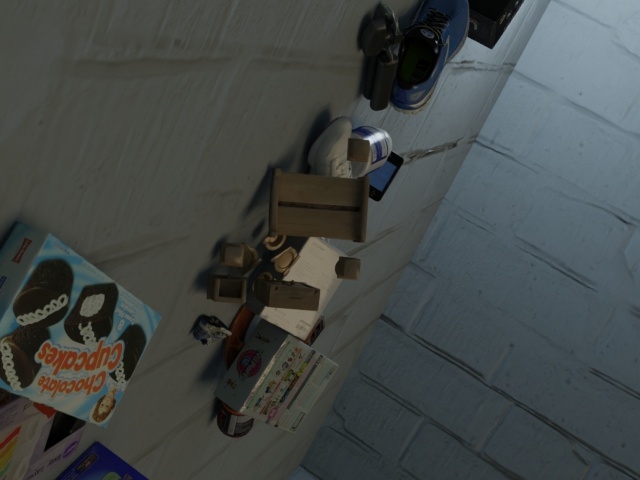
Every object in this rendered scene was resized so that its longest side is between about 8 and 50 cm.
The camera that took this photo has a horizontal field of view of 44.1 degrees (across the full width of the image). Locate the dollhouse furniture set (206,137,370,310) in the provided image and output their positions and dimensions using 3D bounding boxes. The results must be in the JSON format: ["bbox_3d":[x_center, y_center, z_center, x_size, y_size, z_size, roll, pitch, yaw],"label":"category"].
[{"bbox_3d":[-0.073,-0.043,1.642,0.174,0.303,0.355,-175,-90,-76],"label":"dollhouse furniture set"}]

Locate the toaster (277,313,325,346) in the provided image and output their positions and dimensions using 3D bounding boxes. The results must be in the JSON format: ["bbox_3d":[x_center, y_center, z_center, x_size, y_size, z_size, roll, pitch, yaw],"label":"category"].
[{"bbox_3d":[-0.075,0.262,2.254,0.168,0.110,0.185,-54,165,-20],"label":"toaster"}]

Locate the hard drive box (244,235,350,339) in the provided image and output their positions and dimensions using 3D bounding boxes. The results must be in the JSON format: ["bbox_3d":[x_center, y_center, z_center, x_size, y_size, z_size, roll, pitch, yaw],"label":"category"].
[{"bbox_3d":[-0.053,0.096,1.884,0.181,0.089,0.232,36,86,-45],"label":"hard drive box"}]

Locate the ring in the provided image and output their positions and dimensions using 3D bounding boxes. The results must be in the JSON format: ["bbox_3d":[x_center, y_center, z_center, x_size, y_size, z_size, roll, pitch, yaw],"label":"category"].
[{"bbox_3d":[-0.110,0.228,2.019,0.336,0.032,0.336,-33,138,-35],"label":"ring"}]

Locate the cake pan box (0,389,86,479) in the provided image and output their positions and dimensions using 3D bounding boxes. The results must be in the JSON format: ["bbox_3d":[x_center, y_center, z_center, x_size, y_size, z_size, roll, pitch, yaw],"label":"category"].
[{"bbox_3d":[-0.440,0.274,1.177,0.267,0.070,0.246,-31,151,-61],"label":"cake pan box"}]

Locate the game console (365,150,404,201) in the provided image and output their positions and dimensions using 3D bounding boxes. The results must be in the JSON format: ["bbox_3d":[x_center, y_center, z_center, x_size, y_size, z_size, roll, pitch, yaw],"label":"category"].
[{"bbox_3d":[0.153,-0.190,2.151,0.144,0.124,0.085,-59,-168,3],"label":"game console"}]

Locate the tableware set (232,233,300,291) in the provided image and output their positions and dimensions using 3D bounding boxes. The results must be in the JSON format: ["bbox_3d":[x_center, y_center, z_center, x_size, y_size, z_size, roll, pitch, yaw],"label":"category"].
[{"bbox_3d":[-0.116,0.045,1.724,0.141,0.020,0.168,-43,140,-11],"label":"tableware set"}]

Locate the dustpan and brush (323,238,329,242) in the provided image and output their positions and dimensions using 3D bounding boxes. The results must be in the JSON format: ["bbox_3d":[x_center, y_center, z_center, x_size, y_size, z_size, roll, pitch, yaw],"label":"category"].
[{"bbox_3d":[0.000,0.000,2.039,0.211,0.060,0.147,-80,157,-47],"label":"dustpan and brush"}]

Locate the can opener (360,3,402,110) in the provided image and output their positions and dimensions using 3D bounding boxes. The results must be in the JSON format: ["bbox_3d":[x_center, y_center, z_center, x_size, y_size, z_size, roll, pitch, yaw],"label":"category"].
[{"bbox_3d":[0.121,-0.389,1.703,0.093,0.074,0.280,-18,152,-11],"label":"can opener"}]

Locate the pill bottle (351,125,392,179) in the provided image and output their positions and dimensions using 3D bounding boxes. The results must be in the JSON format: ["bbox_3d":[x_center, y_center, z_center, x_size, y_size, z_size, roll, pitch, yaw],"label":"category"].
[{"bbox_3d":[0.099,-0.212,1.866,0.187,0.112,0.112,-31,149,-60],"label":"pill bottle"}]

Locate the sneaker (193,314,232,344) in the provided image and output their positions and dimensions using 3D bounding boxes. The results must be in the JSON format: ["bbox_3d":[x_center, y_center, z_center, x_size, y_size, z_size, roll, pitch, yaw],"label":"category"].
[{"bbox_3d":[-0.241,0.200,1.728,0.058,0.052,0.135,-49,158,2],"label":"sneaker"}]

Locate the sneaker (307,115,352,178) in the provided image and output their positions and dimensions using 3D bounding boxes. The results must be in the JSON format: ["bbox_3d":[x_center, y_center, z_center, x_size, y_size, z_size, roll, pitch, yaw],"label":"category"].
[{"bbox_3d":[0.040,-0.137,1.748,0.114,0.152,0.305,-42,157,-42],"label":"sneaker"}]

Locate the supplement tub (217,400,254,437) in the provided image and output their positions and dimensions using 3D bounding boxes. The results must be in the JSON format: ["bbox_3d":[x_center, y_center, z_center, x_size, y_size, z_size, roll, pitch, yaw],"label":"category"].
[{"bbox_3d":[-0.223,0.447,2.155,0.106,0.106,0.198,-45,160,-41],"label":"supplement tub"}]

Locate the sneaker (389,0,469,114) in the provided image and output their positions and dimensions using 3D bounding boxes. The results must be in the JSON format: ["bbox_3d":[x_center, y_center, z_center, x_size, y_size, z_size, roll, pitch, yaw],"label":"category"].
[{"bbox_3d":[0.254,-0.452,1.790,0.147,0.130,0.330,75,37,-75],"label":"sneaker"}]

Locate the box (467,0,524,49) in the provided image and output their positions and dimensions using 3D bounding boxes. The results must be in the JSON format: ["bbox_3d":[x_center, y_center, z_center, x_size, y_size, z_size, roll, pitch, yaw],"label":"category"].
[{"bbox_3d":[0.434,-0.649,1.973,0.270,0.165,0.143,-57,166,-7],"label":"box"}]

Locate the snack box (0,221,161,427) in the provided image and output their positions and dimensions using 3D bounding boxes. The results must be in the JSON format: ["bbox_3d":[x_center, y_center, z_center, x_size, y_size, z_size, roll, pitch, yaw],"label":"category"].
[{"bbox_3d":[-0.341,0.126,1.056,0.187,0.060,0.322,-65,158,-16],"label":"snack box"}]

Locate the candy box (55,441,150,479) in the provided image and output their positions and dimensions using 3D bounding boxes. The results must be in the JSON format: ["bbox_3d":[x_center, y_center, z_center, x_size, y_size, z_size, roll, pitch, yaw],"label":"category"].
[{"bbox_3d":[-0.387,0.575,1.454,0.268,0.317,0.122,-43,159,-44],"label":"candy box"}]

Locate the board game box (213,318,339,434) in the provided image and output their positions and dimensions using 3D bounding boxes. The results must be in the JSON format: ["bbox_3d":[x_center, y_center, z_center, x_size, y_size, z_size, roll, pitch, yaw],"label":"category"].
[{"bbox_3d":[-0.104,0.352,2.003,0.224,0.097,0.303,-57,147,-7],"label":"board game box"}]
